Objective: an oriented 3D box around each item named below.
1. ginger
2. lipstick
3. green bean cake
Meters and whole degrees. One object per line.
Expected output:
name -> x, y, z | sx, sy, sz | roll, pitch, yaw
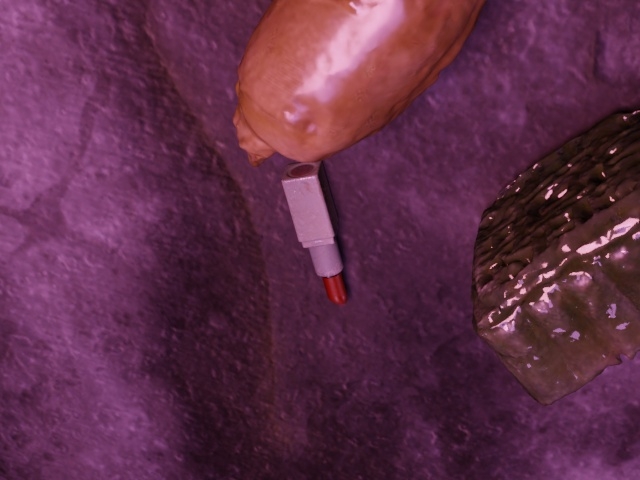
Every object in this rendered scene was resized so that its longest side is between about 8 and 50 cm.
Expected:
ginger -> 0.026, -0.153, 0.691 | 0.152, 0.138, 0.267 | 19, 117, 1
lipstick -> 0.001, 0.000, 0.847 | 0.030, 0.030, 0.129 | -9, 119, 13
green bean cake -> 0.189, 0.001, 0.737 | 0.181, 0.173, 0.094 | -37, 108, 27
